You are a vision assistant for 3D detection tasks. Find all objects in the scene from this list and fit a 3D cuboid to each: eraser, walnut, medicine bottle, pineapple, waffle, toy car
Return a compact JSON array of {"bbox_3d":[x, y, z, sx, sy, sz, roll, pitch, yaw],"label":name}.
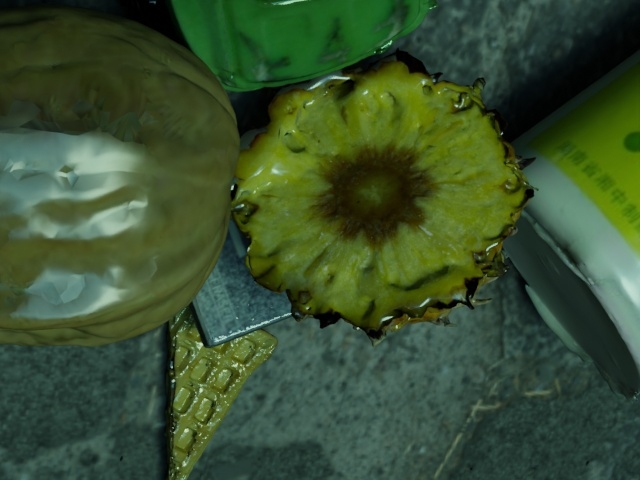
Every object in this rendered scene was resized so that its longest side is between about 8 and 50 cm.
[{"bbox_3d":[0.000,0.000,1.129,0.212,0.046,0.092,-19,87,-15],"label":"eraser"},{"bbox_3d":[-0.179,-0.038,0.967,0.261,0.225,0.225,-7,113,-14],"label":"walnut"},{"bbox_3d":[0.316,-0.071,1.159,0.379,0.213,0.213,-36,120,-7],"label":"medicine bottle"},{"bbox_3d":[0.040,-0.024,1.059,0.225,0.225,0.076,-34,158,-7],"label":"pineapple"},{"bbox_3d":[-0.107,0.112,1.163,0.097,0.023,0.152,28,98,-28],"label":"waffle"},{"bbox_3d":[-0.032,-0.261,0.957,0.213,0.176,0.358,-20,117,-14],"label":"toy car"}]
